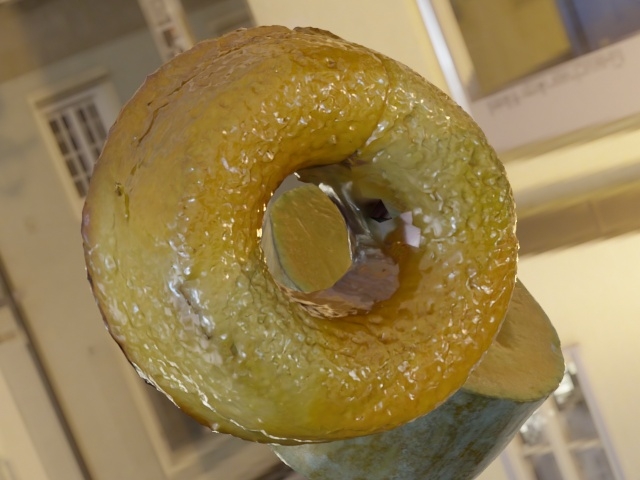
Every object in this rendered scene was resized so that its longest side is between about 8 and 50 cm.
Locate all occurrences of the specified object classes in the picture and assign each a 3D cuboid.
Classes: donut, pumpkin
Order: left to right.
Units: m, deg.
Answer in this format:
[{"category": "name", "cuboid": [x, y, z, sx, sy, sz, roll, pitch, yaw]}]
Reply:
[{"category": "donut", "cuboid": [0.000, 0.000, 0.986, 0.302, 0.303, 0.110, -25, -167, -21]}, {"category": "pumpkin", "cuboid": [0.056, 0.112, 1.504, 0.199, 0.332, 0.332, -56, 173, 27]}]
